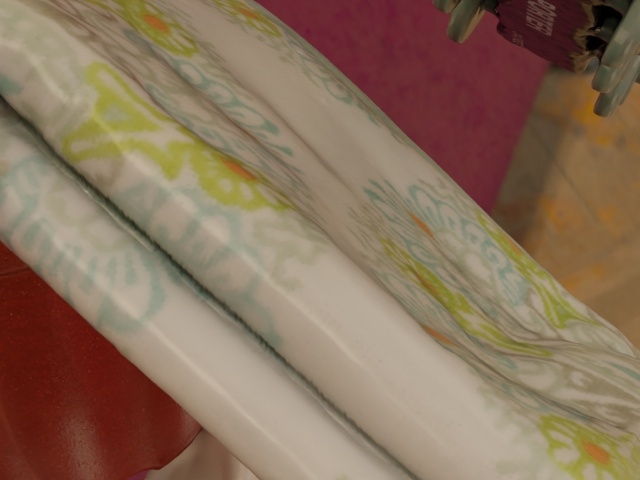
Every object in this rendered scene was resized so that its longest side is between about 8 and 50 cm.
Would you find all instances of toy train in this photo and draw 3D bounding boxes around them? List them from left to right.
[{"bbox_3d":[0.150,-0.183,0.818,0.142,0.334,0.190,28,91,8],"label":"toy train"}]

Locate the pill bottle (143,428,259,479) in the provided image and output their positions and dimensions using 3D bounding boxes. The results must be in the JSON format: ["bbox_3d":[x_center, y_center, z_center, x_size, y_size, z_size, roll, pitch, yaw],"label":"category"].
[{"bbox_3d":[-0.013,0.228,1.096,0.131,0.229,0.131,-33,40,34],"label":"pill bottle"}]

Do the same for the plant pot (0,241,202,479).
[{"bbox_3d":[-0.185,0.010,1.009,0.272,0.265,0.272,-6,33,4],"label":"plant pot"}]

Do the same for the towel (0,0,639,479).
[{"bbox_3d":[0.000,0.000,0.670,0.374,0.320,0.090,40,103,13],"label":"towel"}]
